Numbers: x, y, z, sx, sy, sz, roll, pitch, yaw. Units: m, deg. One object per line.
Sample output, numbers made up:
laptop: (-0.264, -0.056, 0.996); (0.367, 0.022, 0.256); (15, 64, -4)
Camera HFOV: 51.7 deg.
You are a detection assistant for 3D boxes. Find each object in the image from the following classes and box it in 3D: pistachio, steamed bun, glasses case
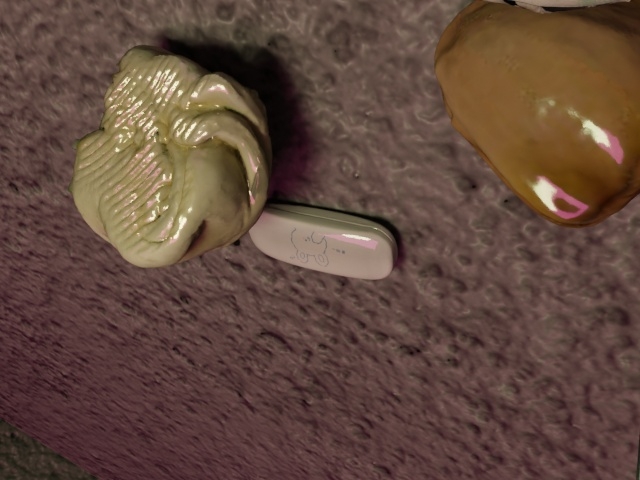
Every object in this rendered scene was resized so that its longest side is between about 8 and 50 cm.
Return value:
pistachio: (0.238, -0.150, 0.636); (0.213, 0.163, 0.260); (-45, 77, 8)
steamed bun: (-0.169, -0.095, 0.877); (0.280, 0.207, 0.268); (26, 100, 36)
glasses case: (0.000, 0.000, 0.968); (0.233, 0.059, 0.092); (13, 134, 22)

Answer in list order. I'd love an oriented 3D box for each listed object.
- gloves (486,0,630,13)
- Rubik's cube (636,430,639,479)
gloves: (0.194, -0.276, 0.585); (0.212, 0.111, 0.128); (40, 151, 37)
Rubik's cube: (0.519, 0.232, 0.756); (0.205, 0.205, 0.207); (35, 135, -2)
